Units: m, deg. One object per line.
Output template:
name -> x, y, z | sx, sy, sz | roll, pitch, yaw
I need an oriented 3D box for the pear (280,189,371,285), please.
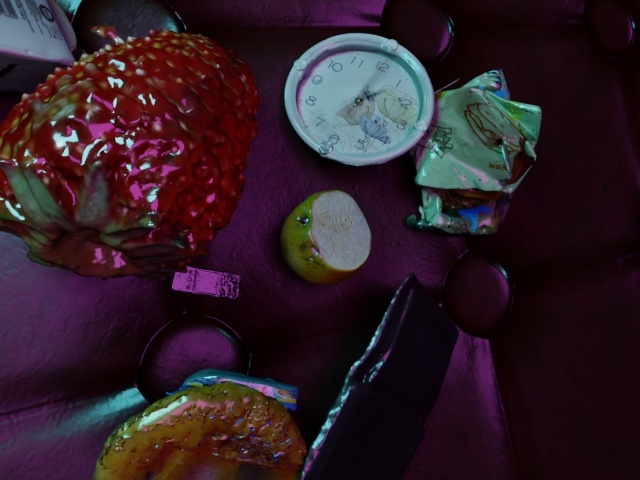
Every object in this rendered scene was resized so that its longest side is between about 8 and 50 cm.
pear -> 0.000, 0.000, 0.750 | 0.141, 0.104, 0.141 | 16, 66, -41

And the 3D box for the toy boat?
toy boat -> -0.121, 0.231, 0.676 | 0.175, 0.091, 0.110 | 16, 72, -14

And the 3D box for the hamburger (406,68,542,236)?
hamburger -> 0.260, -0.142, 0.842 | 0.261, 0.150, 0.276 | -15, 89, -21

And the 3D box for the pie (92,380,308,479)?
pie -> -0.136, 0.280, 0.618 | 0.273, 0.069, 0.273 | -9, 122, -15

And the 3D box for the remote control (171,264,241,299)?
remote control -> -0.163, 0.060, 0.724 | 0.096, 0.014, 0.039 | 12, 78, -20

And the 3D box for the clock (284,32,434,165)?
clock -> 0.060, -0.220, 0.809 | 0.237, 0.053, 0.236 | 1, 71, -2

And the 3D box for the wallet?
wallet -> 0.105, 0.227, 0.738 | 0.247, 0.041, 0.323 | 45, 65, -42

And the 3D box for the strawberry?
strawberry -> -0.228, -0.124, 0.610 | 0.292, 0.292, 0.343 | 12, 61, -19

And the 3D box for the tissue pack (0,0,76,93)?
tissue pack -> -0.437, -0.290, 0.603 | 0.145, 0.159, 0.229 | -23, 94, 19

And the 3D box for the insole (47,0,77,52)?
insole -> -0.407, -0.331, 0.691 | 0.064, 0.004, 0.188 | -45, 99, -21
